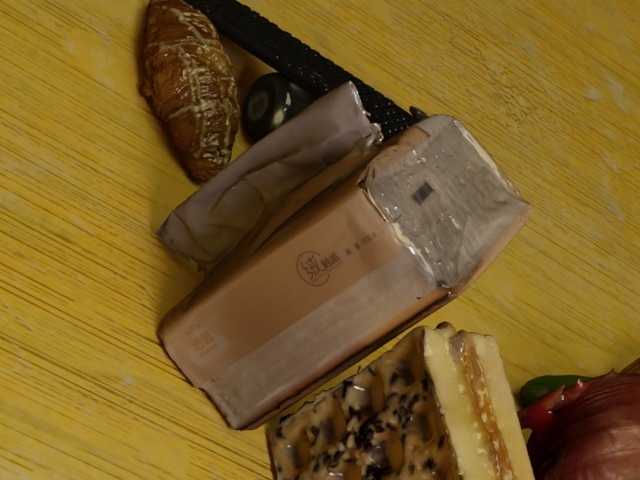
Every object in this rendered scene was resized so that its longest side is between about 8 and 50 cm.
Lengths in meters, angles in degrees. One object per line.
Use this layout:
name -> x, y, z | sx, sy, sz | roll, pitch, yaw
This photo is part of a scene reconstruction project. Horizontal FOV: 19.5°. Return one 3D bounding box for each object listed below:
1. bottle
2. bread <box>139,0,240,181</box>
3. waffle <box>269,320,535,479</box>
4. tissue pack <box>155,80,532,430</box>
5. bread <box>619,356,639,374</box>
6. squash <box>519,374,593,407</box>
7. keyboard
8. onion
bottle -> 0.032, -0.126, 2.082 | 0.254, 0.096, 0.079 | 17, 12, -38
bread -> -0.135, -0.174, 1.957 | 0.105, 0.076, 0.233 | 12, 52, -44
waffle -> 0.094, 0.287, 1.678 | 0.114, 0.261, 0.376 | 11, 54, -37
tissue pack -> 0.000, 0.000, 1.768 | 0.238, 0.305, 0.238 | 27, 45, -31
bread -> 0.426, 0.220, 2.221 | 0.199, 0.104, 0.199 | 30, 38, -27
squash -> 0.352, 0.195, 2.097 | 0.258, 0.069, 0.069 | 11, 37, 14
keyboard -> -0.013, -0.187, 2.025 | 0.310, 0.018, 0.101 | 35, 24, 21
onion -> 0.334, 0.293, 1.917 | 0.354, 0.353, 0.353 | 28, 44, -30
